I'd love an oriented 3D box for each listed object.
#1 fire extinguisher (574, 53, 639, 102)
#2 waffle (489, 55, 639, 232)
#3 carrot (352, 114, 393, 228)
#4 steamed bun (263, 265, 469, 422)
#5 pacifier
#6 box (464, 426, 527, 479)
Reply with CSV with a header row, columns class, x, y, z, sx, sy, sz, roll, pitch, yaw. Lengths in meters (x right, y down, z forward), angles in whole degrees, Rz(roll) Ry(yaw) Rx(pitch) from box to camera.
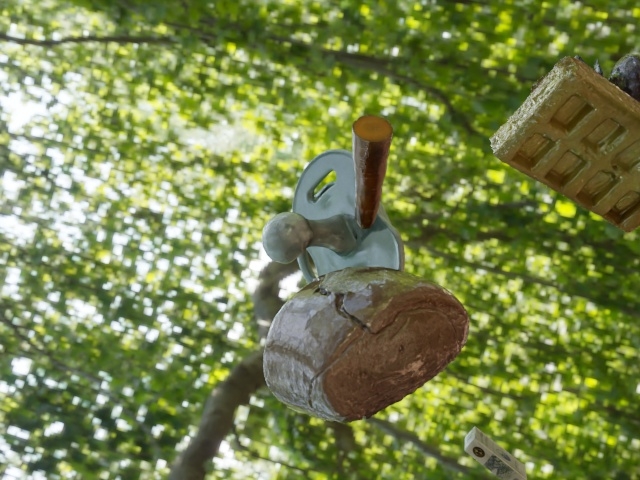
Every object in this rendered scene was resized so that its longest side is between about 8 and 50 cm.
class,x,y,z,sx,sy,sz,roll,pitch,yaw
fire extinguisher,0.632,-0.283,1.770,0.114,0.337,0.135,111,152,-43
waffle,0.386,-0.123,1.328,0.168,0.274,0.057,-47,23,39
carrot,0.074,-0.093,1.479,0.210,0.061,0.061,92,-163,-46
steamed bun,0.063,0.140,1.536,0.301,0.251,0.199,-33,-77,-27
pacifier,0.000,0.000,1.800,0.269,0.343,0.288,-1,-33,-39
box,0.221,0.276,1.222,0.024,0.083,0.054,-53,-4,9
